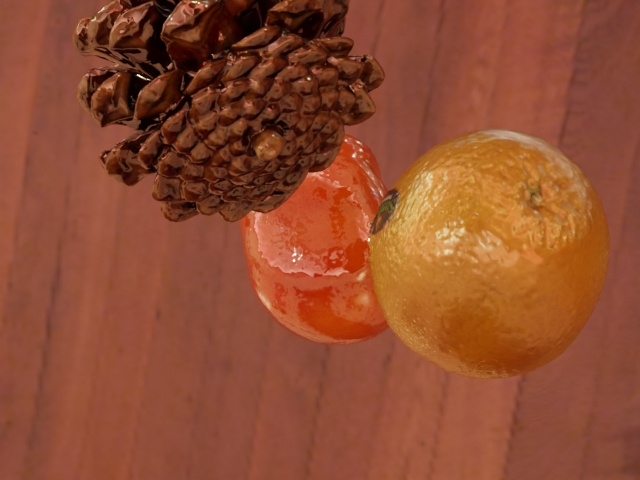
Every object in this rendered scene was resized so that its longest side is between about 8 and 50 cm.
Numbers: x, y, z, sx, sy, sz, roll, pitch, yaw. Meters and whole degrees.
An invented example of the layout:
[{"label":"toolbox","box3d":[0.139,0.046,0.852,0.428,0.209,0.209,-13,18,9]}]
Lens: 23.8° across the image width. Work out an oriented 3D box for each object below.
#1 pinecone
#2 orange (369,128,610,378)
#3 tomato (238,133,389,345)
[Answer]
[{"label":"pinecone","box3d":[-0.070,-0.119,1.004,0.207,0.207,0.208,-1,87,33]},{"label":"orange","box3d":[0.151,0.013,1.372,0.236,0.236,0.236,-1,87,33]},{"label":"tomato","box3d":[0.000,0.000,1.737,0.180,0.260,0.260,-12,79,-3]}]
